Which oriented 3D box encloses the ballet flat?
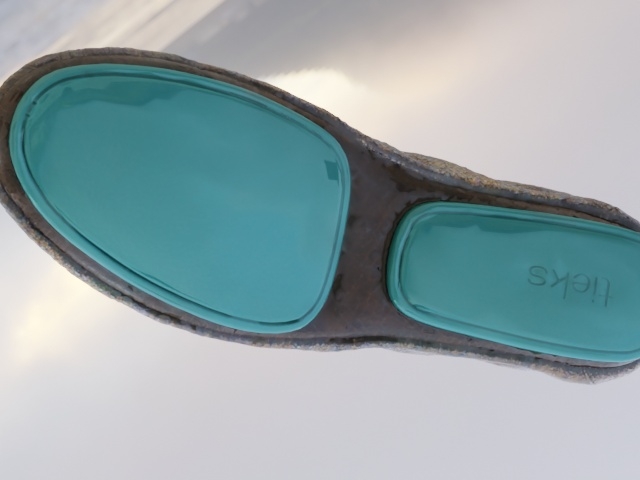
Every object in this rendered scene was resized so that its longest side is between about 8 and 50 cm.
[{"bbox_3d":[0.000,0.000,0.725,0.106,0.316,0.107,8,-100,68],"label":"ballet flat"}]
